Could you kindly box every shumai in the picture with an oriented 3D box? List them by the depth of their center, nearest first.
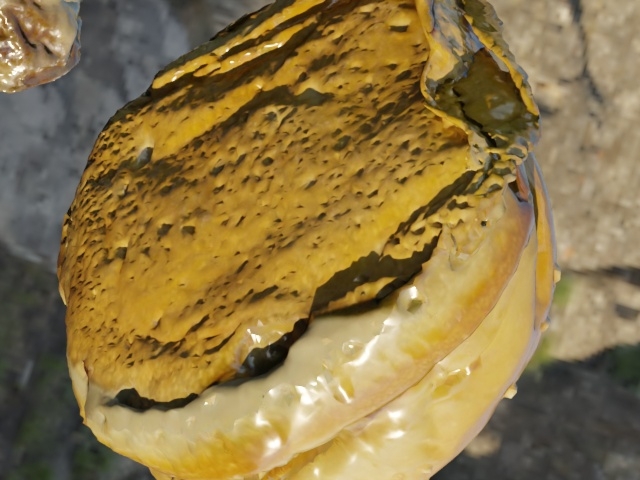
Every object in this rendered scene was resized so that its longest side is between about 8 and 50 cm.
[{"bbox_3d":[-0.205,-0.178,1.128,0.145,0.116,0.145,45,31,-37],"label":"shumai"}]

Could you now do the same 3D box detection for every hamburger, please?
[{"bbox_3d":[0.000,0.000,0.835,0.158,0.319,0.318,38,62,-38],"label":"hamburger"}]
